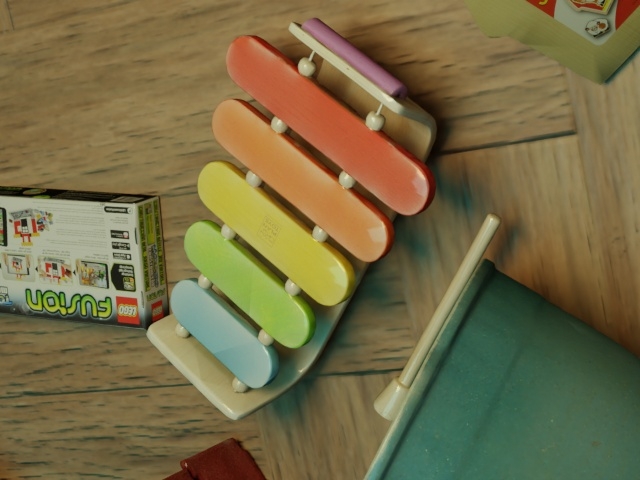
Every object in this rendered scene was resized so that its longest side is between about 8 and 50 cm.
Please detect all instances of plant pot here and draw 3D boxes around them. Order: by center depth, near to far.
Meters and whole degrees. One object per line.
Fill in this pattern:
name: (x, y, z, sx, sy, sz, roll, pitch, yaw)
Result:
plant pot: (0.163, 0.191, 0.995, 0.255, 0.271, 0.272, 27, 116, 8)

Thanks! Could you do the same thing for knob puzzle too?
knob puzzle: (0.164, -0.211, 0.957, 0.213, 0.030, 0.213, -1, 130, -1)

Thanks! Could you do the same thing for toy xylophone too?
toy xylophone: (0.000, 0.000, 1.117, 0.236, 0.081, 0.323, 33, 116, 28)

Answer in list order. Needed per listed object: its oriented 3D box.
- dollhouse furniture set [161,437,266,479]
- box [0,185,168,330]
dollhouse furniture set: (-0.075, 0.378, 1.236, 0.201, 0.152, 0.374, -38, 83, 32)
box: (-0.232, 0.013, 1.297, 0.207, 0.036, 0.114, 5, 106, 29)
